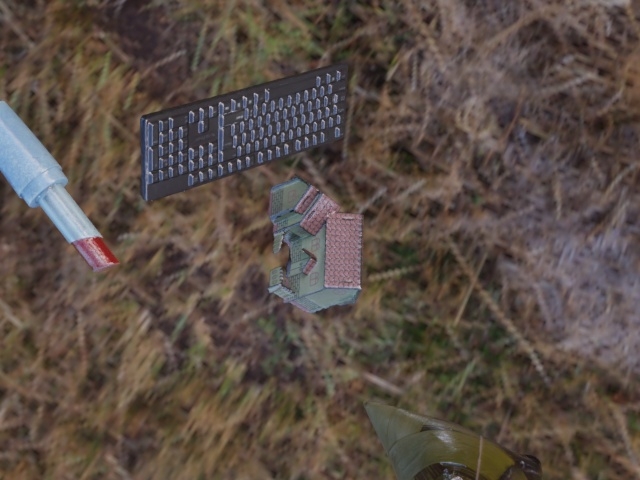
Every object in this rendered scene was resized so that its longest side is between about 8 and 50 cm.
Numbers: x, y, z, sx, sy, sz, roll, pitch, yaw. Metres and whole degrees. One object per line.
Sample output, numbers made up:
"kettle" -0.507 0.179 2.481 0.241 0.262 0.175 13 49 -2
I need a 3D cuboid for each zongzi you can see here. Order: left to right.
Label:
"zongzi" 0.141 0.337 2.050 0.317 0.289 0.154 27 101 20

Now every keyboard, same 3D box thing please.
"keyboard" -0.077 -0.120 1.566 0.018 0.309 0.101 23 120 37

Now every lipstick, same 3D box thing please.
"lipstick" -0.361 -0.064 1.899 0.068 0.061 0.274 -38 81 -3

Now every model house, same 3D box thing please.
"model house" 0.000 0.000 0.979 0.058 0.083 0.057 -19 143 35
